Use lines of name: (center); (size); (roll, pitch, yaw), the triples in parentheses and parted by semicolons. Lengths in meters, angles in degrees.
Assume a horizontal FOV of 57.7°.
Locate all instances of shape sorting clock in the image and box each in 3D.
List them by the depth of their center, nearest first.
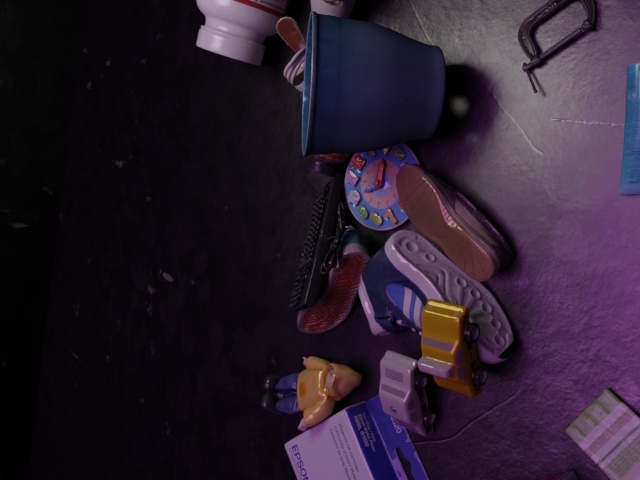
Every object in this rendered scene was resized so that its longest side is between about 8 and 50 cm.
shape sorting clock: (0.134, -0.125, 1.281); (0.206, 0.040, 0.206); (-1, 89, 44)

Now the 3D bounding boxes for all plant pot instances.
plant pot: (0.099, -0.297, 1.138); (0.271, 0.256, 0.271); (-178, 90, -85)

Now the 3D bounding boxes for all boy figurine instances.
boy figurine: (-0.021, 0.357, 1.371); (0.285, 0.092, 0.177); (-24, 49, 45)

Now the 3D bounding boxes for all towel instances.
towel: (0.495, 0.335, 0.950); (0.152, 0.023, 0.113); (50, 119, 34)

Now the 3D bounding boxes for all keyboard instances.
keyboard: (0.000, 0.000, 1.296); (0.201, 0.033, 0.317); (-28, 44, 57)

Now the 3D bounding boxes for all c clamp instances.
c clamp: (0.419, -0.363, 1.031); (0.161, 0.022, 0.137); (-40, 58, 37)

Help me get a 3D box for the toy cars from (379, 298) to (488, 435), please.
toy cars: (0.190, 0.263, 1.093); (0.176, 0.087, 0.393); (45, 143, 16)

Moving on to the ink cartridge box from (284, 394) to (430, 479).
ink cartridge box: (0.089, 0.549, 1.298); (0.330, 0.072, 0.324); (-43, 61, 36)

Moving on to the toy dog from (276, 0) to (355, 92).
toy dog: (-0.017, -0.520, 1.336); (0.161, 0.220, 0.333); (37, 106, 13)

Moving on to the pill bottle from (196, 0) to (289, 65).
pill bottle: (-0.177, -0.663, 1.453); (0.229, 0.229, 0.407); (32, 111, 39)

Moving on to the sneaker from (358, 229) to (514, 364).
sneaker: (0.209, 0.154, 1.172); (0.323, 0.130, 0.236); (47, 140, 17)

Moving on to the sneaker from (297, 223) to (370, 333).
sneaker: (0.027, 0.093, 1.349); (0.121, 0.108, 0.302); (-98, 30, -47)

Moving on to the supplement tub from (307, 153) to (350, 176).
supplement tub: (0.033, -0.249, 1.333); (0.106, 0.106, 0.197); (33, 111, 39)

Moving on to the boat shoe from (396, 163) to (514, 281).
boat shoe: (0.257, -0.044, 1.129); (0.285, 0.092, 0.102); (52, 141, 28)

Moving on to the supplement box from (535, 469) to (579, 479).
supplement box: (0.354, 0.496, 1.016); (0.220, 0.111, 0.113); (-39, 64, 36)

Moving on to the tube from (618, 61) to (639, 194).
tube: (0.515, -0.176, 0.919); (0.080, 0.052, 0.206); (3, 97, 48)
